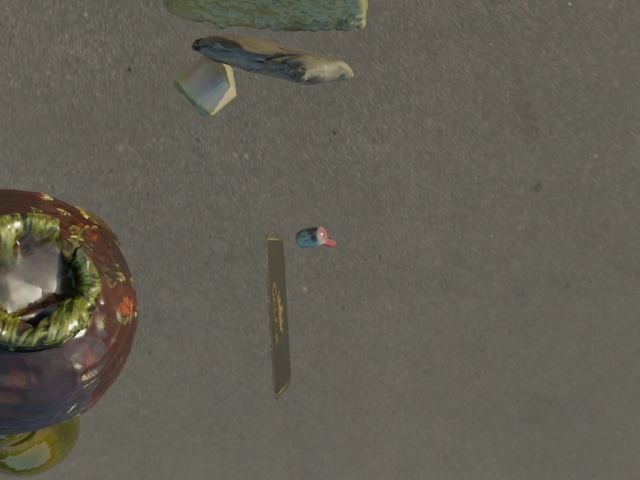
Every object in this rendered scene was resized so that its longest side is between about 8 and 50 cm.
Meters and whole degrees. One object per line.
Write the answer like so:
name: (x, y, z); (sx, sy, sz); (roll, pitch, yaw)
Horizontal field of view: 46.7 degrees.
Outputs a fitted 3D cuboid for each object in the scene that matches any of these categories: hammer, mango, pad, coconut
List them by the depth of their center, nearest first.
mango: (-0.375, 0.210, 0.910); (0.129, 0.146, 0.289); (-22, 156, -18)
hammer: (0.000, 0.000, 1.176); (0.053, 0.031, 0.083); (-9, 165, 33)
coconut: (-0.239, -0.333, 1.570); (0.122, 0.116, 0.116); (-42, 127, -4)
pad: (-0.074, 0.168, 1.698); (0.063, 0.315, 0.375); (-4, 89, 8)

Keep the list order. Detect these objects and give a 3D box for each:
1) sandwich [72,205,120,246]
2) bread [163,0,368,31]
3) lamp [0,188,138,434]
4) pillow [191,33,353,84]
sandwich: (-0.486, 0.035, 1.358); (0.215, 0.065, 0.186); (-40, 170, -4)
bread: (-0.093, -0.562, 1.238); (0.371, 0.389, 0.279); (0, 158, 2)
lamp: (-0.288, 0.062, 0.691); (0.247, 0.247, 0.246); (-7, 128, -9)
pillow: (-0.089, -0.347, 1.423); (0.270, 0.173, 0.067); (19, 110, 20)
